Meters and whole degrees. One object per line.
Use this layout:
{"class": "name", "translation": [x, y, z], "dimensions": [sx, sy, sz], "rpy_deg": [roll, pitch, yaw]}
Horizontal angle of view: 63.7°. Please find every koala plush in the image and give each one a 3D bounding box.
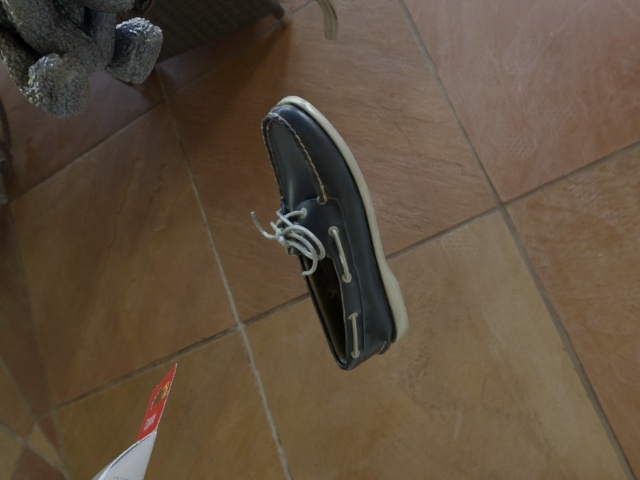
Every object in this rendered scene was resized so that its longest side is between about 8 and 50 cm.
{"class": "koala plush", "translation": [-0.255, -0.287, 0.546], "dimensions": [0.221, 0.196, 0.203], "rpy_deg": [-33, 108, 36]}

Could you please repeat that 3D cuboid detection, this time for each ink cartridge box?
{"class": "ink cartridge box", "translation": [-0.242, 0.269, 0.611], "dimensions": [0.181, 0.056, 0.225], "rpy_deg": [-44, 31, 52]}

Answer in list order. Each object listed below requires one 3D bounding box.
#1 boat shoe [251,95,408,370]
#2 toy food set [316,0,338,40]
{"class": "boat shoe", "translation": [0.000, 0.000, 0.470], "dimensions": [0.095, 0.079, 0.255], "rpy_deg": [13, 128, 58]}
{"class": "toy food set", "translation": [-0.130, -0.239, 0.276], "dimensions": [0.305, 0.092, 0.220], "rpy_deg": [2, 85, -18]}
